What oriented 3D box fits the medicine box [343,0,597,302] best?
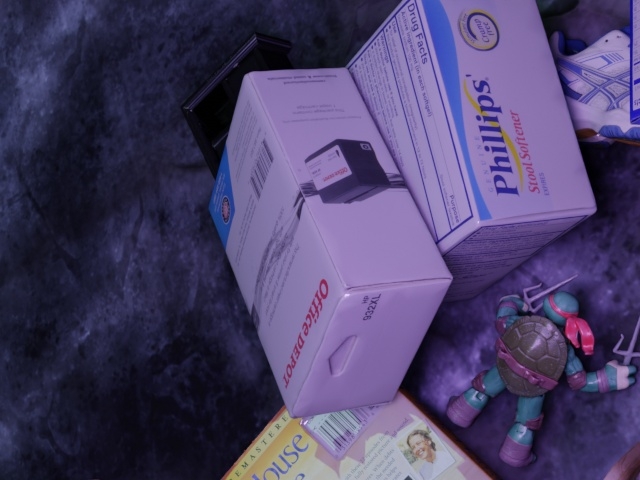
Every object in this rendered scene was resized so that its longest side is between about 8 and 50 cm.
[{"bbox_3d":[0.135,-0.094,1.605,0.289,0.149,0.263,-42,57,59],"label":"medicine box"}]

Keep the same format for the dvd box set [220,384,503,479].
[{"bbox_3d":[0.077,0.356,1.617,0.420,0.062,0.308,42,95,24],"label":"dvd box set"}]

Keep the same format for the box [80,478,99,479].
[{"bbox_3d":[-0.429,0.414,1.988,0.148,0.311,0.121,-44,60,28],"label":"box"}]

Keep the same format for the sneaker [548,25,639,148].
[{"bbox_3d":[0.327,-0.160,1.531,0.296,0.112,0.131,12,89,47],"label":"sneaker"}]

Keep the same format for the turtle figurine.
[{"bbox_3d":[0.235,0.124,1.598,0.175,0.118,0.234,47,120,32],"label":"turtle figurine"}]

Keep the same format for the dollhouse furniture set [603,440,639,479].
[{"bbox_3d":[0.453,0.193,1.230,0.362,0.256,0.394,33,112,19],"label":"dollhouse furniture set"}]

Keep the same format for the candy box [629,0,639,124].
[{"bbox_3d":[0.431,-0.262,1.370,0.122,0.268,0.317,159,112,-82],"label":"candy box"}]

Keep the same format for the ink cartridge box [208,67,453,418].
[{"bbox_3d":[0.000,0.000,1.585,0.223,0.129,0.307,111,145,-45],"label":"ink cartridge box"}]

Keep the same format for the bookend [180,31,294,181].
[{"bbox_3d":[-0.082,-0.155,1.911,0.156,0.072,0.157,-41,62,29],"label":"bookend"}]
